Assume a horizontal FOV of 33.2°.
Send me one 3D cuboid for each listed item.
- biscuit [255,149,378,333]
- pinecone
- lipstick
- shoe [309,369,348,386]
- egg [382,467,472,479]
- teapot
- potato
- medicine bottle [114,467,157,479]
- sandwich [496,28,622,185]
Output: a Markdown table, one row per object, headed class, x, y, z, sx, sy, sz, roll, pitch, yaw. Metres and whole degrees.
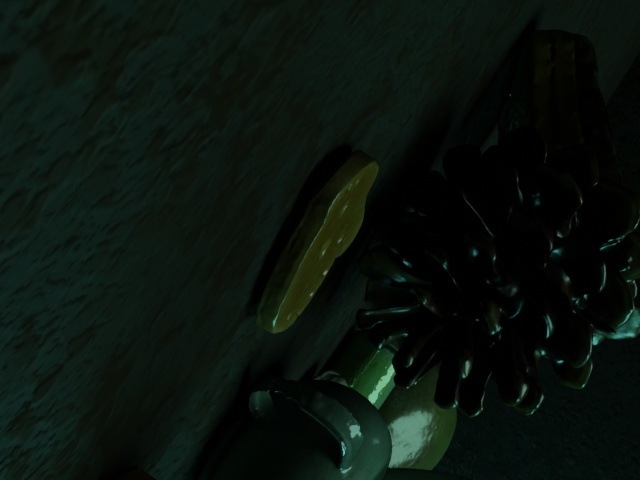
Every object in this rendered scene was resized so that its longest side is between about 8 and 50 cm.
| class | x | y | z | sx | sy | sz | roll | pitch | yaw |
| --- | --- | --- | --- | --- | --- | --- | --- | --- | --- |
| biscuit | -0.001 | -0.001 | 0.736 | 0.140 | 0.023 | 0.118 | -62 | 168 | 18 |
| pinecone | 0.152 | 0.043 | 0.952 | 0.264 | 0.264 | 0.264 | -54 | 168 | -18 |
| lipstick | -0.014 | 0.235 | 1.166 | 0.304 | 0.076 | 0.076 | -55 | 168 | -15 |
| shoe | -0.013 | 0.220 | 1.084 | 0.180 | 0.092 | 0.089 | -55 | 167 | -13 |
| egg | 0.055 | 0.377 | 1.228 | 0.370 | 0.230 | 0.230 | -17 | 174 | 11 |
| teapot | -0.028 | 0.205 | 0.915 | 0.193 | 0.129 | 0.294 | -49 | 163 | -36 |
| potato | 0.087 | 0.233 | 1.387 | 0.235 | 0.160 | 0.178 | -13 | 99 | -54 |
| medicine bottle | -0.055 | 0.245 | 0.660 | 0.112 | 0.222 | 0.149 | -48 | 165 | -38 |
| sandwich | 0.248 | -0.088 | 1.168 | 0.251 | 0.087 | 0.226 | 88 | 1 | -70 |
